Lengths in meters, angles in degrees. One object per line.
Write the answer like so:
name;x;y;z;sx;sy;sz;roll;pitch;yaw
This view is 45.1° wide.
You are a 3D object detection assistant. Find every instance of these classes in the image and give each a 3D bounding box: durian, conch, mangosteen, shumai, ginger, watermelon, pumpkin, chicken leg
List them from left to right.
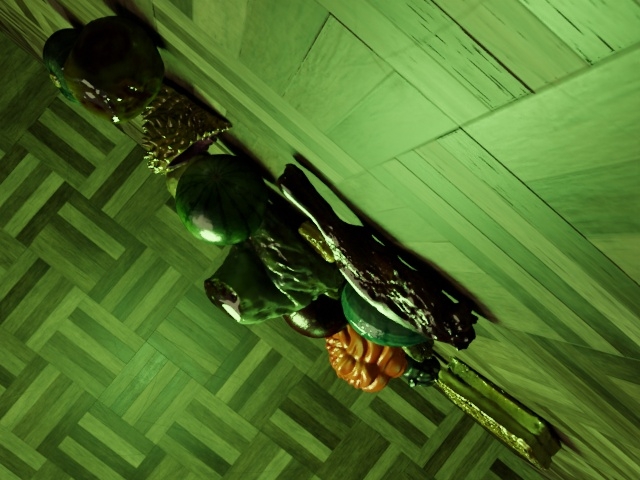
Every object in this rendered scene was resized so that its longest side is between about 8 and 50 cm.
pumpkin;-0.503;-0.361;1.607;0.167;0.125;0.167;32;147;24
durian;-0.273;-0.216;1.429;0.186;0.154;0.260;63;168;8
ginger;-0.338;-0.167;1.998;0.152;0.138;0.267;50;174;-34
watermelon;-0.197;-0.078;1.560;0.188;0.188;0.214;38;164;15
shumai;-0.130;0.075;1.785;0.309;0.263;0.304;45;-177;29
mangosteen;-0.002;0.151;2.037;0.216;0.216;0.216;39;174;5
chicken leg;0.081;0.035;1.221;0.407;0.096;0.158;42;169;-3
conch;0.128;0.139;1.470;0.196;0.134;0.202;40;173;5

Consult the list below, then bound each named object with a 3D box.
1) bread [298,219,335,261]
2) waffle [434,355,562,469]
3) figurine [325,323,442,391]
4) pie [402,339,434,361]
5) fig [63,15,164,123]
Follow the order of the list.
bread;0.000;0.000;1.639;0.111;0.044;0.083;39;173;22
waffle;0.444;0.432;1.928;0.308;0.091;0.213;34;171;38
figurine;0.178;0.322;2.210;0.412;0.241;0.306;30;-172;-44
pie;0.194;0.196;1.778;0.163;0.079;0.193;47;-179;41
fig;-0.307;-0.260;1.155;0.165;0.144;0.154;-109;9;-62
